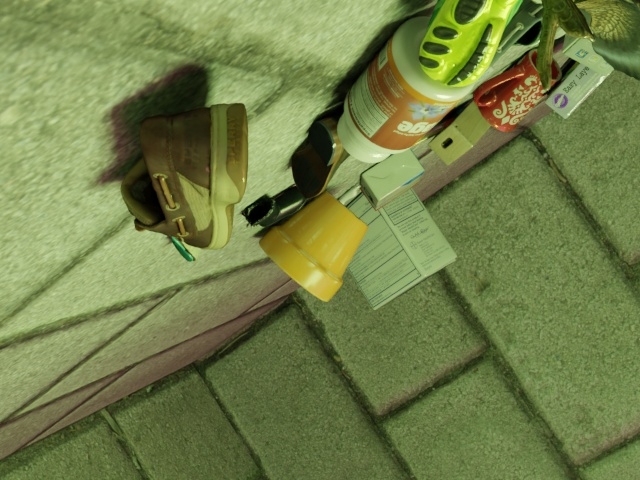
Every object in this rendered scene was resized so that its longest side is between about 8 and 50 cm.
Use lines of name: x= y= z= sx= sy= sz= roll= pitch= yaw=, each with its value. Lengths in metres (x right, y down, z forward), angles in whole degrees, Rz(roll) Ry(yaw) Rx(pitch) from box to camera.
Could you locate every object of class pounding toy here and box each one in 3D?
pounding toy: x=0.305 y=-0.250 z=1.867 sx=0.130 sy=0.100 sz=0.141 roll=-46 pitch=-176 yaw=-30

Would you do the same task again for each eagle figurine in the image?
eagle figurine: x=0.361 y=-0.328 z=1.032 sx=0.298 sy=0.225 sz=0.226 roll=-12 pitch=136 yaw=-43

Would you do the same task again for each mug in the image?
mug: x=0.433 y=-0.329 z=1.767 sx=0.150 sy=0.113 sz=0.169 roll=-30 pitch=170 yaw=-42

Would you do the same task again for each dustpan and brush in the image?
dustpan and brush: x=0.034 y=-0.071 z=2.019 sx=0.211 sy=0.060 sz=0.147 roll=-30 pitch=179 yaw=36

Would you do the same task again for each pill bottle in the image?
pill bottle: x=0.107 y=-0.192 z=1.079 sx=0.121 sy=0.121 sz=0.216 roll=-30 pitch=173 yaw=-31

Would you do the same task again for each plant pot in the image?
plant pot: x=0.000 y=0.000 z=1.780 sx=0.188 sy=0.205 sz=0.205 roll=-49 pitch=173 yaw=4

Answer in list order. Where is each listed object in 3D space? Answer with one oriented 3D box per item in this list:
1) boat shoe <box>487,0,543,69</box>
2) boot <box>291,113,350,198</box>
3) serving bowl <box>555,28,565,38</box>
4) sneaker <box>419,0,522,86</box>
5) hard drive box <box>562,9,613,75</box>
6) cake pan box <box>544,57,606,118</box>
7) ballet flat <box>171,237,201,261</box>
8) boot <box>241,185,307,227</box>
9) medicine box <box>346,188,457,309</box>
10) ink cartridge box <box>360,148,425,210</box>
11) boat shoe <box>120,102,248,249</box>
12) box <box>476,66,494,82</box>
boat shoe: x=0.286 y=-0.312 z=1.171 sx=0.319 sy=0.099 sz=0.116 roll=-28 pitch=172 yaw=-40
boot: x=0.025 y=-0.138 z=1.272 sx=0.106 sy=0.082 sz=0.219 roll=-28 pitch=170 yaw=-23
serving bowl: x=0.489 y=-0.435 z=1.589 sx=0.083 sy=0.027 sz=0.083 roll=-34 pitch=174 yaw=-4
sneaker: x=0.198 y=-0.306 z=0.875 sx=0.295 sy=0.109 sz=0.123 roll=-51 pitch=-161 yaw=43
hard drive box: x=0.488 y=-0.395 z=1.226 sx=0.232 sy=0.089 sz=0.181 roll=-44 pitch=-156 yaw=61
cake pan box: x=0.607 y=-0.407 z=1.749 sx=0.267 sy=0.070 sz=0.246 roll=-52 pitch=178 yaw=36
ballet flat: x=-0.204 y=-0.005 z=1.261 sx=0.052 sy=0.057 sz=0.168 roll=-42 pitch=176 yaw=-11
boot: x=-0.084 y=-0.064 z=1.477 sx=0.121 sy=0.045 sz=0.099 roll=-34 pitch=171 yaw=8
medicine box: x=0.188 y=0.004 z=2.238 sx=0.149 sy=0.289 sz=0.263 roll=-26 pitch=171 yaw=-37
ink cartridge box: x=0.172 y=-0.147 z=1.968 sx=0.134 sy=0.078 sz=0.231 roll=-33 pitch=174 yaw=-1
boat shoe: x=-0.157 y=-0.063 z=0.884 sx=0.123 sy=0.123 sz=0.342 roll=-1 pitch=171 yaw=-13
box: x=0.226 y=-0.280 z=1.405 sx=0.145 sy=0.038 sz=0.186 roll=-35 pitch=175 yaw=17
